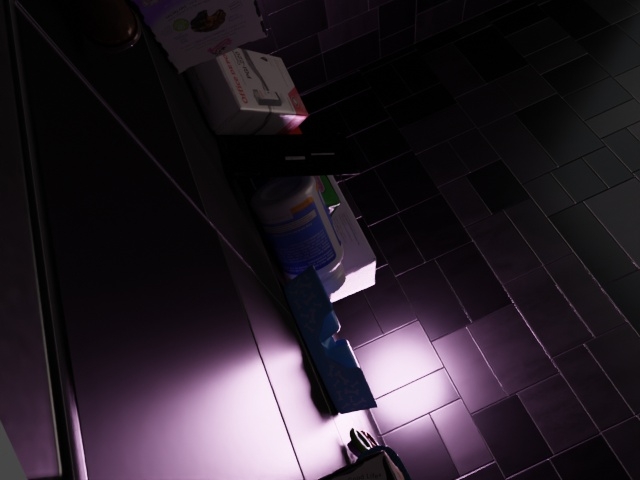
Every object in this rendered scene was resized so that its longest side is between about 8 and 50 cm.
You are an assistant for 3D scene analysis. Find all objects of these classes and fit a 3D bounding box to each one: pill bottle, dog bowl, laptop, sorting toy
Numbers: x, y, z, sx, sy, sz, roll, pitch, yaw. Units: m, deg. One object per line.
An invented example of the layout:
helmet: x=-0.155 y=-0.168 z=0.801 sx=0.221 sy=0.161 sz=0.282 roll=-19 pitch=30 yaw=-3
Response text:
pill bottle: x=-0.037 y=-0.003 z=0.988 sx=0.152 sy=0.153 sz=0.271 roll=-117 pitch=-176 yaw=-60
dog bowl: x=0.015 y=0.195 z=0.842 sx=0.166 sy=0.074 sz=0.297 roll=81 pitch=-17 yaw=-84
laptop: x=-0.063 y=-0.144 z=0.892 sx=0.264 sy=0.235 sz=0.136 roll=-102 pitch=-169 yaw=-52
sorting toy: x=0.067 y=0.348 z=0.721 sx=0.061 sy=0.042 sz=0.102 roll=46 pitch=0 yaw=33

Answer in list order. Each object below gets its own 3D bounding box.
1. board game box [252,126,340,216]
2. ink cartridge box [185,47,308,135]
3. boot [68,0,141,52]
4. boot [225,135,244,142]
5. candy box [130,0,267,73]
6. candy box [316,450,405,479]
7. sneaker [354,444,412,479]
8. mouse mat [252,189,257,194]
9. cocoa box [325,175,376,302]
board game box: x=-0.083 y=-0.145 z=1.181 sx=0.316 sy=0.064 sz=0.242 roll=63 pitch=-35 yaw=26
ink cartridge box: x=-0.148 y=-0.308 z=0.911 sx=0.218 sy=0.092 sz=0.158 roll=-18 pitch=80 yaw=-51
boot: x=-0.159 y=-0.181 z=0.252 sx=0.106 sy=0.037 sz=0.114 roll=51 pitch=-10 yaw=19
boot: x=-0.201 y=-0.269 z=1.066 sx=0.236 sy=0.085 sz=0.178 roll=-114 pitch=-176 yaw=-53
candy box: x=-0.184 y=-0.362 z=0.638 sx=0.196 sy=0.165 sz=0.070 roll=71 pitch=-5 yaw=-71
candy box: x=0.074 y=0.290 z=0.310 sx=0.159 sy=0.071 sz=0.233 roll=67 pitch=-2 yaw=-55
sneaker: x=0.112 y=0.369 z=0.528 sx=0.228 sy=0.088 sz=0.092 roll=-114 pitch=-178 yaw=-61
mouse mat: x=-0.158 y=-0.075 z=1.253 sx=0.189 sy=0.007 sz=0.152 roll=-121 pitch=-173 yaw=-83
cocoa box: x=0.000 y=0.000 z=1.363 sx=0.228 sy=0.232 sz=0.346 roll=78 pitch=-12 yaw=-64
